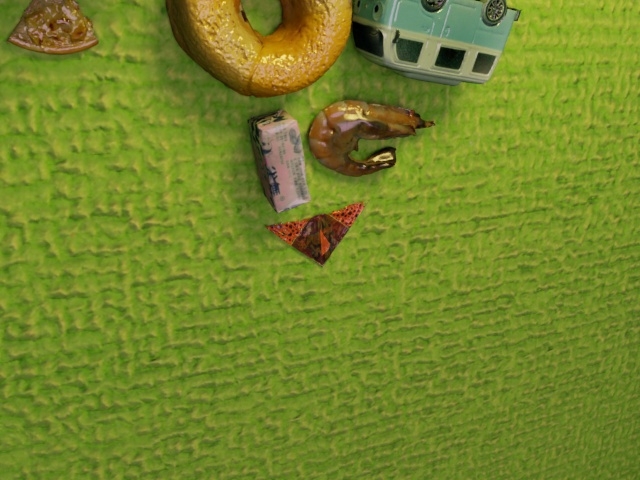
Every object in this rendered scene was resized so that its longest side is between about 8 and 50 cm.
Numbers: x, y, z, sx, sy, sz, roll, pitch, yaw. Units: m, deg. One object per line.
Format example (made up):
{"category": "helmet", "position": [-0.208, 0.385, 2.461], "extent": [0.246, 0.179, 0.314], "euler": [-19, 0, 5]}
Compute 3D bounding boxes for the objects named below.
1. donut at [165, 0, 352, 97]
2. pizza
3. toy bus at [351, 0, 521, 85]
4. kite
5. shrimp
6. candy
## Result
{"category": "donut", "position": [-0.079, -0.358, 0.927], "extent": [0.303, 0.110, 0.302], "euler": [-10, 116, -20]}
{"category": "pizza", "position": [-0.381, -0.318, 0.852], "extent": [0.123, 0.026, 0.108], "euler": [-8, 113, -21]}
{"category": "toy bus", "position": [0.185, -0.360, 1.037], "extent": [0.272, 0.133, 0.164], "euler": [1, 116, -28]}
{"category": "kite", "position": [0.000, 0.000, 1.186], "extent": [0.222, 0.008, 0.125], "euler": [-15, 118, -19]}
{"category": "shrimp", "position": [0.098, -0.182, 1.121], "extent": [0.254, 0.059, 0.145], "euler": [3, 114, -26]}
{"category": "candy", "position": [-0.072, -0.139, 1.040], "extent": [0.073, 0.092, 0.160], "euler": [-16, 121, -12]}
